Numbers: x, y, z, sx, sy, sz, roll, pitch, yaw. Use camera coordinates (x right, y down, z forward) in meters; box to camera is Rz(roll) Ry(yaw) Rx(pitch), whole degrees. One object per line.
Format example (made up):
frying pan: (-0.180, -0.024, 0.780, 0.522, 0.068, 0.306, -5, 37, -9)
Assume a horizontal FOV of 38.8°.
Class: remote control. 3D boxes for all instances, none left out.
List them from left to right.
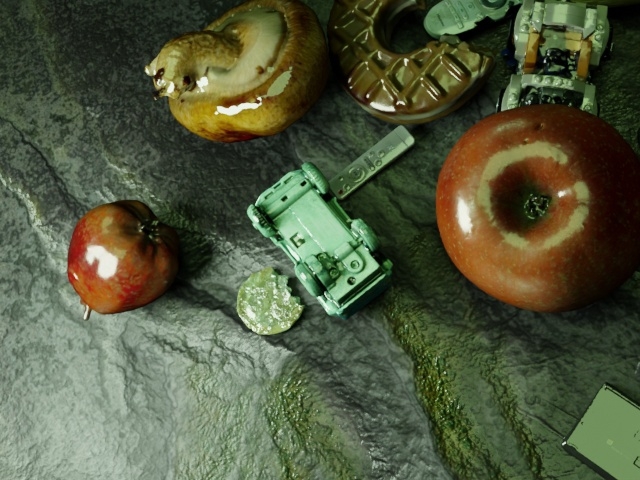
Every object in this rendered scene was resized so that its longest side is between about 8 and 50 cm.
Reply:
remote control: (0.098, -0.146, 1.732, 0.184, 0.027, 0.050, -37, 64, 3)
remote control: (0.325, -0.460, 1.789, 0.256, 0.045, 0.097, -21, 68, 2)

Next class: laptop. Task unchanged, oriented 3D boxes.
laptop: (0.500, 0.333, 1.447, 0.197, 0.016, 0.135, 34, 82, 23)

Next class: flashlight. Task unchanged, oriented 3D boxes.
flashlight: (0.409, -0.361, 1.735, 0.121, 0.035, 0.057, -17, 44, 2)

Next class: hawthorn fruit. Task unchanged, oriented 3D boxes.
hawthorn fruit: (-0.382, 0.052, 1.687, 0.248, 0.208, 0.208, -46, 63, 19)

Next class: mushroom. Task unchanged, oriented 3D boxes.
mushroom: (-0.146, -0.335, 1.729, 0.345, 0.259, 0.346, -17, 53, 23)

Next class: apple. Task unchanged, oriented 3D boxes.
apple: (0.359, -0.052, 1.471, 0.348, 0.277, 0.349, -1, 85, 16)

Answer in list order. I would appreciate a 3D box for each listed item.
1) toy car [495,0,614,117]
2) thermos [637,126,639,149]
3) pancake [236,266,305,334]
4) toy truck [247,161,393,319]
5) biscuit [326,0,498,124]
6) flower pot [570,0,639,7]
toy car: (0.423, -0.292, 1.640, 0.193, 0.118, 0.301, 11, 81, 7)
thermos: (0.681, -0.232, 1.551, 0.286, 0.145, 0.182, -39, 87, -5)
pancake: (-0.098, 0.114, 1.677, 0.116, 0.022, 0.130, -31, 65, 3)
toy truck: (0.000, 0.000, 1.624, 0.155, 0.156, 0.279, -38, 65, -3)
biscuit: (0.146, -0.375, 1.734, 0.268, 0.115, 0.366, -41, 65, 13)
flower pot: (0.509, -0.516, 1.696, 0.179, 0.195, 0.195, -12, 66, 21)
